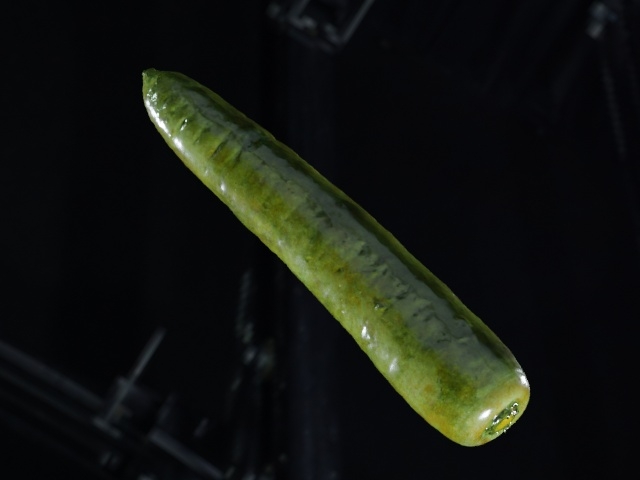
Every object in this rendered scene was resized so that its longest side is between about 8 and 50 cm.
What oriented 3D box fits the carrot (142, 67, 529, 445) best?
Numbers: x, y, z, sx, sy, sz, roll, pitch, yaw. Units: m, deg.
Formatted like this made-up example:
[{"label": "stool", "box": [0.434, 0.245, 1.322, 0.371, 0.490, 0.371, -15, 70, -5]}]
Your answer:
[{"label": "carrot", "box": [0.000, 0.000, 1.259, 0.358, 0.074, 0.074, 44, -142, 20]}]
